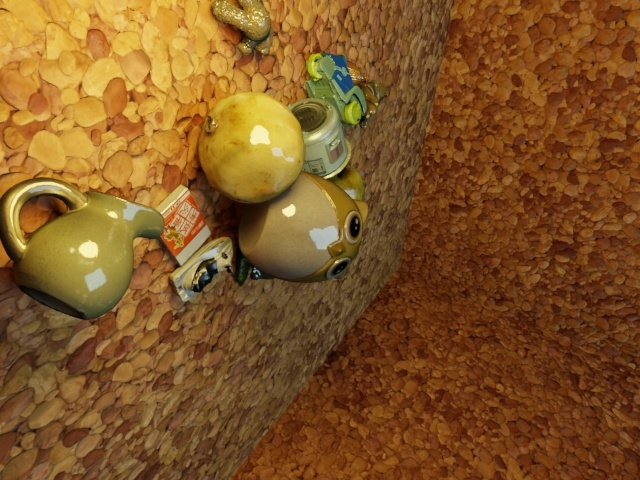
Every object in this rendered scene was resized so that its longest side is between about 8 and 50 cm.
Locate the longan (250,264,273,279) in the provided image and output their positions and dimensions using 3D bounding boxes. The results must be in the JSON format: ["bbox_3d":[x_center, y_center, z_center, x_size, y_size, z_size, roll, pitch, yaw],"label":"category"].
[{"bbox_3d":[-0.224,0.083,1.843,0.204,0.159,0.185,-53,145,-25],"label":"longan"}]

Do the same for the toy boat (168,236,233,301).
[{"bbox_3d":[-0.393,0.096,1.544,0.269,0.140,0.141,-35,143,-27],"label":"toy boat"}]

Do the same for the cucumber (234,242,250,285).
[{"bbox_3d":[-0.315,0.093,1.784,0.069,0.069,0.228,-35,145,-50],"label":"cucumber"}]

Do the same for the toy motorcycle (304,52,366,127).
[{"bbox_3d":[0.055,-0.629,1.784,0.200,0.191,0.327,-58,141,-27],"label":"toy motorcycle"}]

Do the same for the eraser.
[{"bbox_3d":[-0.447,-0.044,1.412,0.157,0.038,0.230,-54,153,-27],"label":"eraser"}]

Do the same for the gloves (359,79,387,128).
[{"bbox_3d":[0.217,-0.662,2.119,0.154,0.141,0.331,-54,-178,47],"label":"gloves"}]

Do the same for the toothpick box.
[{"bbox_3d":[-0.053,-0.042,1.636,0.424,0.409,0.410,13,101,-29],"label":"toothpick box"}]

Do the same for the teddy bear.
[{"bbox_3d":[-0.201,-0.635,1.280,0.182,0.129,0.251,-65,156,0],"label":"teddy bear"}]

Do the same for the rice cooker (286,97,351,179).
[{"bbox_3d":[-0.025,-0.380,1.720,0.316,0.264,0.317,-39,143,-37],"label":"rice cooker"}]

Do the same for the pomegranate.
[{"bbox_3d":[-0.212,-0.278,1.338,0.332,0.332,0.333,-46,149,-38],"label":"pomegranate"}]

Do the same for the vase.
[{"bbox_3d":[-0.566,-0.007,1.022,0.329,0.240,0.303,47,53,-37],"label":"vase"}]

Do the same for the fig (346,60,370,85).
[{"bbox_3d":[0.138,-0.718,1.913,0.119,0.152,0.119,-1,90,-84],"label":"fig"}]

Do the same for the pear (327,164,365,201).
[{"bbox_3d":[0.042,-0.211,1.995,0.304,0.303,0.304,-46,149,-38],"label":"pear"}]
